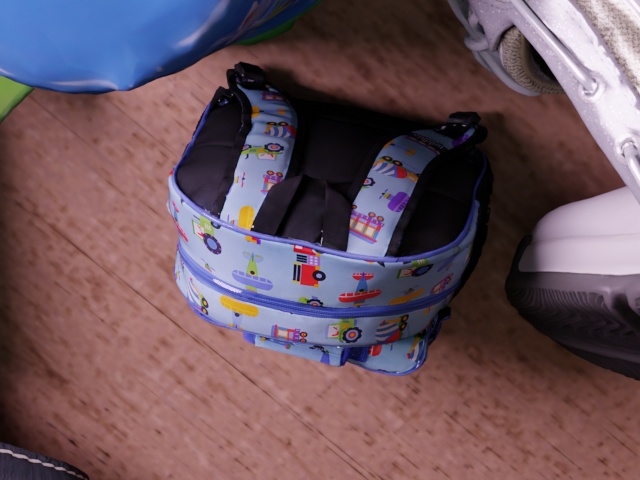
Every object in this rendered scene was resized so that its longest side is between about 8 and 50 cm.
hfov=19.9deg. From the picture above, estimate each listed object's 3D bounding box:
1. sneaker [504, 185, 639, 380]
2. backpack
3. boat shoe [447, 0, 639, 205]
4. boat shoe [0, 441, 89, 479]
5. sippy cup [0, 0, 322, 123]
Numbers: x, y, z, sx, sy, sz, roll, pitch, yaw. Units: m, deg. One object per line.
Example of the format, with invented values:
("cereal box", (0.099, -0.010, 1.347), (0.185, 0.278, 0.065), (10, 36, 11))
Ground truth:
("sneaker", (0.303, -0.059, 0.843), (0.447, 0.257, 0.169), (-4, 154, 37))
("backpack", (0.000, 0.000, 0.885), (0.158, 0.173, 0.117), (13, 113, 3))
("boat shoe", (0.127, -0.070, 0.790), (0.103, 0.118, 0.320), (-49, 58, 12))
("boat shoe", (-0.263, 0.092, 1.005), (0.302, 0.114, 0.091), (16, 69, -4))
("sippy cup", (-0.086, -0.171, 0.804), (0.240, 0.224, 0.305), (4, 113, 8))
